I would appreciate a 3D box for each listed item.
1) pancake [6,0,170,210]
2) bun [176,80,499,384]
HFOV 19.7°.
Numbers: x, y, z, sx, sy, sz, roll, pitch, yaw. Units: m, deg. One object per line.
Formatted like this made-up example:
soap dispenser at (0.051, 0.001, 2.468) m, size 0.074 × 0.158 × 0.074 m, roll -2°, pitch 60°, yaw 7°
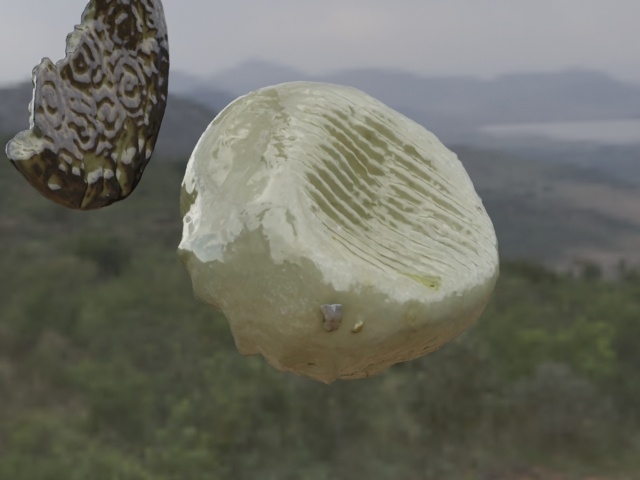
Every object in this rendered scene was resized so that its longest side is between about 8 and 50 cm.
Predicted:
pancake at (-0.145, -0.108, 1.142) m, size 0.020 × 0.184 × 0.190 m, roll 2°, pitch 30°, yaw 25°
bun at (0.000, 0.000, 1.410) m, size 0.259 × 0.259 × 0.160 m, roll -6°, pitch -27°, yaw -44°
